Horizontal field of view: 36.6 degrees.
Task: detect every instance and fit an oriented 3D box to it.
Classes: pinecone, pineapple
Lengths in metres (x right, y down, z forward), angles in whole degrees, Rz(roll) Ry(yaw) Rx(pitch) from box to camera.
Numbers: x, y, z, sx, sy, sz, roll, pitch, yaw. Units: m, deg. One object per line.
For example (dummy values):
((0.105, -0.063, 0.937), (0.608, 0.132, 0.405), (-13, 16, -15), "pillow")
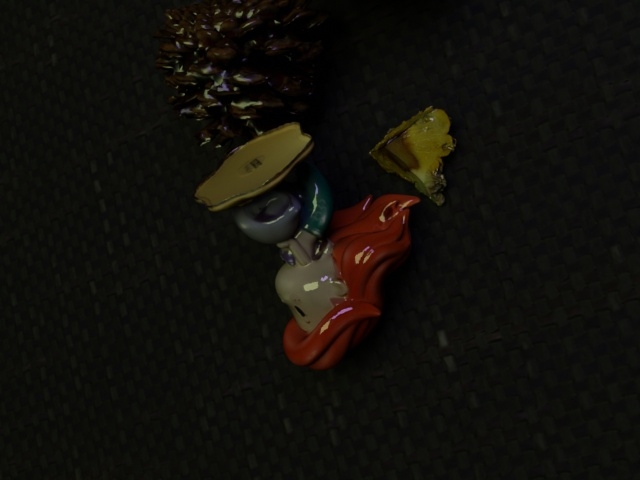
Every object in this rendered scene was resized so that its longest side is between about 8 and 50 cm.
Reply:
((-0.092, -0.207, 1.185), (0.221, 0.221, 0.221), (-3, 84, 29), "pinecone")
((0.114, -0.092, 1.131), (0.114, 0.077, 0.114), (-34, 84, 27), "pineapple")

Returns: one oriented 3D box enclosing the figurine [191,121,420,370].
((0.001, 0.004, 1.111), (0.181, 0.208, 0.257), (-10, 123, 41), "figurine")
